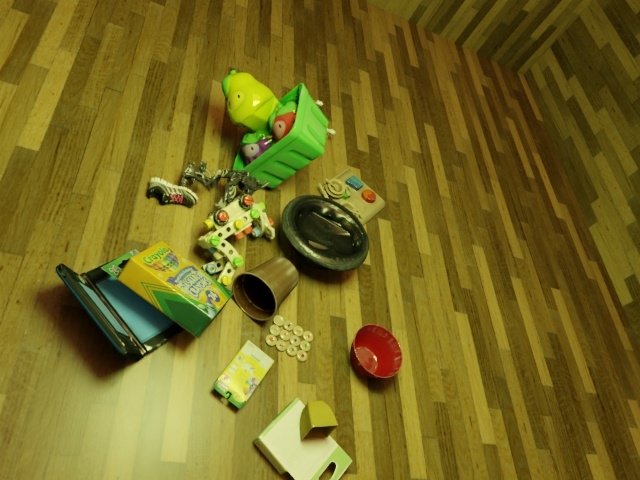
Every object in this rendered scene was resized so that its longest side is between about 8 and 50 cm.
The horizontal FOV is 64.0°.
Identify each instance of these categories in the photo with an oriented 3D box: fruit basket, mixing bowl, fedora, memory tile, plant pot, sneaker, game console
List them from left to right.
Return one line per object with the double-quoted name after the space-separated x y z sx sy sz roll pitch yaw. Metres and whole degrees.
-0.521 0.156 1.378 0.173 0.250 0.293 -40 81 -16 "game console"
-0.491 -0.145 1.685 0.170 0.063 0.075 22 48 -9 "sneaker"
-0.202 -0.405 1.784 0.391 0.392 0.283 20 53 -17 "fruit basket"
-0.162 0.140 1.616 0.167 0.167 0.165 45 39 5 "plant pot"
-0.097 0.309 1.621 0.147 0.012 0.113 29 47 -9 "memory tile"
-0.011 0.493 1.420 0.081 0.081 0.083 7 44 -27 "plant pot"
0.000 0.000 1.811 0.333 0.153 0.334 14 50 -18 "fedora"
0.165 0.376 1.671 0.181 0.098 0.182 17 50 -21 "mixing bowl"

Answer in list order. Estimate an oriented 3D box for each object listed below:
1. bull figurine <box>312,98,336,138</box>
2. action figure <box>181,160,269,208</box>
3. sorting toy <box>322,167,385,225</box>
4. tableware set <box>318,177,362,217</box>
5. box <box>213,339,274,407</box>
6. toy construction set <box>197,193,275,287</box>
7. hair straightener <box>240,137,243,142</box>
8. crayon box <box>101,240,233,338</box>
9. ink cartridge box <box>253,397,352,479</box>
-0.051 -0.500 2.190 0.188 0.101 0.311 2 59 -35 "bull figurine"
-0.320 -0.184 1.745 0.275 0.141 0.164 15 12 7 "action figure"
0.118 -0.165 2.082 0.229 0.041 0.307 45 46 6 "sorting toy"
0.084 -0.168 2.022 0.128 0.039 0.194 -14 69 -31 "tableware set"
-0.222 0.386 1.469 0.105 0.043 0.179 40 44 0 "box"
-0.261 -0.019 1.650 0.327 0.151 0.215 -43 111 -45 "toy construction set"
-0.256 -0.299 1.961 0.089 0.047 0.231 -14 70 -37 "hair straightener"
-0.423 0.116 1.455 0.322 0.083 0.203 36 15 -3 "crayon box"
-0.048 0.583 1.419 0.235 0.056 0.171 48 47 6 "ink cartridge box"
